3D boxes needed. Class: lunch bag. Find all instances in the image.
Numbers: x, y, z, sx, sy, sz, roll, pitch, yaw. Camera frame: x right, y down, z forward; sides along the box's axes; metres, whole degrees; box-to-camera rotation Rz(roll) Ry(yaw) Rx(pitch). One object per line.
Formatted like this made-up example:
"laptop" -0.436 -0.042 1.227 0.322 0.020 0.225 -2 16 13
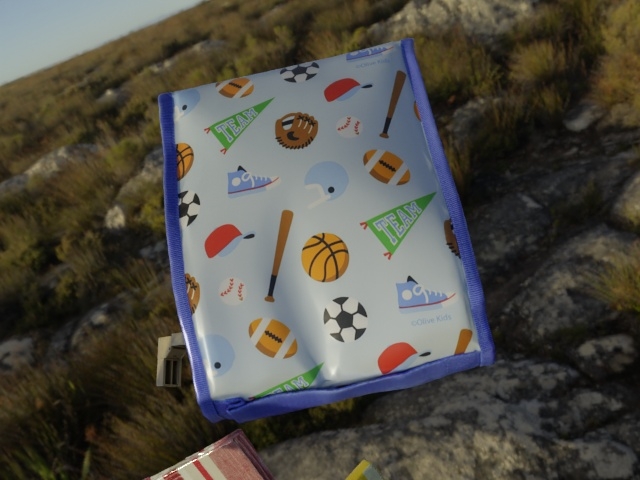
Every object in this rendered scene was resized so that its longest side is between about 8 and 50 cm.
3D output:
"lunch bag" 0.000 0.000 0.756 0.328 0.239 0.385 -14 61 5

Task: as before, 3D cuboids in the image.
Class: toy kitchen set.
"toy kitchen set" -0.191 0.179 0.955 0.083 0.075 0.068 -14 -21 38

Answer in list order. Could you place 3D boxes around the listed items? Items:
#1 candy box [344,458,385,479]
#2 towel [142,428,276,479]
"candy box" 0.020 0.388 0.798 0.206 0.105 0.027 -41 13 -22
"towel" -0.178 0.459 1.023 0.329 0.237 0.037 -33 5 24
